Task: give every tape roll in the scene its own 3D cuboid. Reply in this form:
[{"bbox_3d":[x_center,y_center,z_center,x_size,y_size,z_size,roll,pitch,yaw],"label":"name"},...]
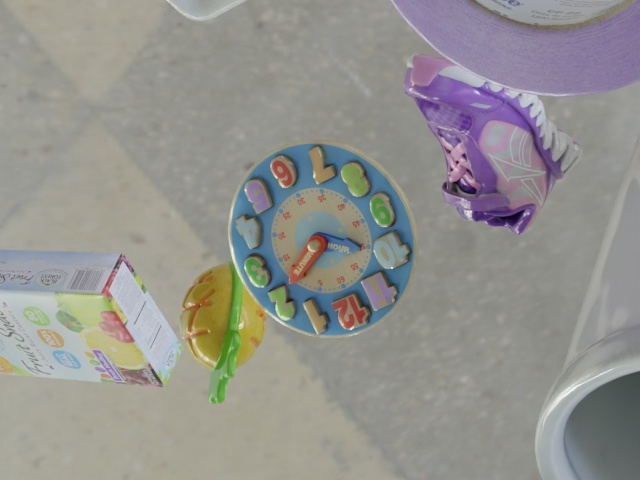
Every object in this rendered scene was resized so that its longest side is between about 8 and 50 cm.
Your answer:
[{"bbox_3d":[0.155,-0.233,1.016,0.275,0.090,0.274,14,117,29],"label":"tape roll"}]

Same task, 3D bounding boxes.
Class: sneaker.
[{"bbox_3d":[0.132,-0.071,1.309,0.095,0.236,0.104,23,84,35],"label":"sneaker"}]

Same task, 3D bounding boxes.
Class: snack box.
[{"bbox_3d":[-0.173,0.050,1.049,0.141,0.037,0.100,2,140,26],"label":"snack box"}]

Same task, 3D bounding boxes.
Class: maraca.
[{"bbox_3d":[-0.111,0.103,1.857,0.099,0.185,0.127,9,130,-12],"label":"maraca"}]

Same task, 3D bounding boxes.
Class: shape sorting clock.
[{"bbox_3d":[0.000,0.000,1.628,0.206,0.040,0.206,7,110,19],"label":"shape sorting clock"}]

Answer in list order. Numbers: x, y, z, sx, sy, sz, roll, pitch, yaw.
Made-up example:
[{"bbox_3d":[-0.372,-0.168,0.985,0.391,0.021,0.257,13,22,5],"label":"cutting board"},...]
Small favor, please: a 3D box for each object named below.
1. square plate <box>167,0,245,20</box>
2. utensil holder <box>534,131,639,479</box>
[{"bbox_3d":[-0.032,-0.272,0.563,0.347,0.049,0.344,-23,123,37],"label":"square plate"},{"bbox_3d":[0.375,0.047,1.268,0.328,0.385,0.327,16,142,13],"label":"utensil holder"}]
